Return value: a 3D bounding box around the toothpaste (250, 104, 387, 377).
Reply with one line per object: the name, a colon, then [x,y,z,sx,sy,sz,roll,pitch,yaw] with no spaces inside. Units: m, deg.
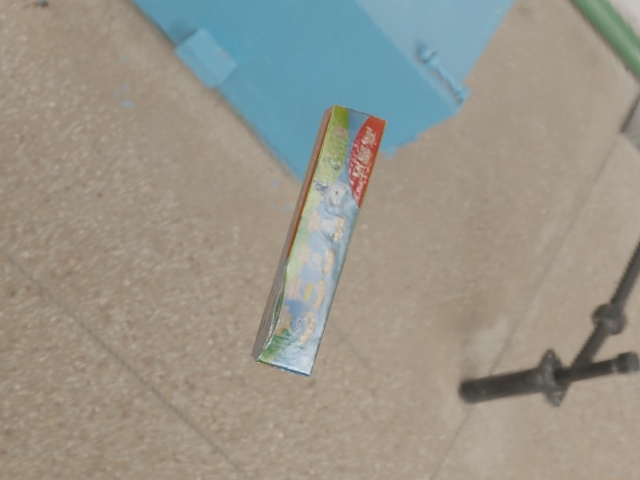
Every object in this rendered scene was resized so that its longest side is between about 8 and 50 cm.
toothpaste: [0.000,0.000,0.886,0.044,0.070,0.193,17,89,-8]
